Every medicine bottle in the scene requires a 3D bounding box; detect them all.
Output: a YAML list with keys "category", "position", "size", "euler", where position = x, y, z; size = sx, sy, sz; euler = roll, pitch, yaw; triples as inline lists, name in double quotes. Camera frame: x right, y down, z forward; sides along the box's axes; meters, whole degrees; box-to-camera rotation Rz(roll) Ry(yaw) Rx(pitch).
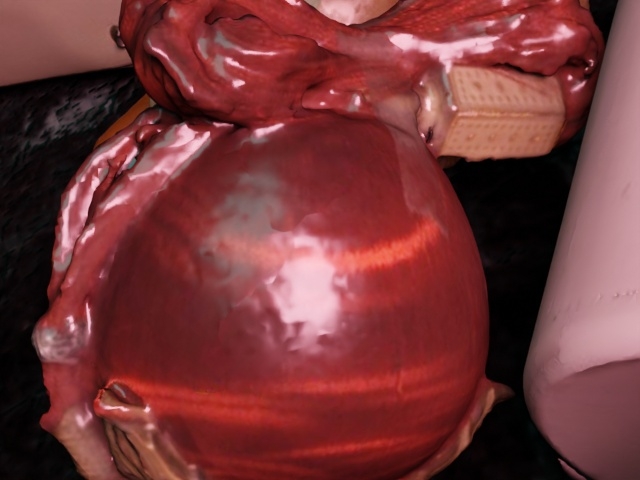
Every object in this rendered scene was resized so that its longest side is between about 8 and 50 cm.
- category: "medicine bottle"
  position: [0.164, -0.039, 0.452]
  size: [0.143, 0.143, 0.258]
  euler: [3, 57, 27]

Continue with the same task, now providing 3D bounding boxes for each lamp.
- category: "lamp"
  position: [0.005, 0.007, 0.478]
  size: [0.215, 0.223, 0.151]
  euler: [-2, 30, -33]

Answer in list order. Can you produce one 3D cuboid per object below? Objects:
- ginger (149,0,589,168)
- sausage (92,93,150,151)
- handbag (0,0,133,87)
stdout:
- category: "ginger"
  position: [0.019, -0.083, 0.590]
  size: [0.149, 0.065, 0.258]
  euler: [37, 76, 15]
- category: "sausage"
  position: [-0.052, -0.072, 0.644]
  size: [0.131, 0.041, 0.039]
  euler: [-42, 57, -8]
- category: "handbag"
  position: [-0.144, -0.230, 0.768]
  size: [0.241, 0.109, 0.315]
  euler: [-5, 51, 21]
